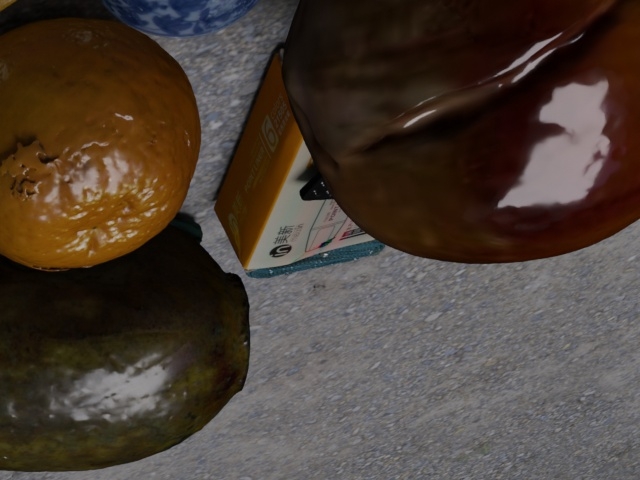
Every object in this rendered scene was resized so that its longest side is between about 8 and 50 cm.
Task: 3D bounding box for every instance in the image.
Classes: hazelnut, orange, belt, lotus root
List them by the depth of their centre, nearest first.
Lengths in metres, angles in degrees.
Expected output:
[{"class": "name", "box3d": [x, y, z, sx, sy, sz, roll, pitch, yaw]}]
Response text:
[{"class": "orange", "box3d": [-0.204, -0.081, 1.551, 0.219, 0.193, 0.219, -34, 168, -8]}, {"class": "hazelnut", "box3d": [0.146, -0.150, 1.610, 0.372, 0.372, 0.315, -19, -166, -15]}, {"class": "lotus root", "box3d": [-0.238, 0.089, 1.687, 0.346, 0.250, 0.250, 0, 151, -6]}, {"class": "belt", "box3d": [-0.001, -0.004, 2.062, 0.179, 0.065, 0.100, -10, 159, -36]}]

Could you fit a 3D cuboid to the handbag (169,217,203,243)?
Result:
[{"class": "handbag", "box3d": [-0.277, 0.082, 1.927, 0.326, 0.089, 0.238, -37, 150, 25]}]

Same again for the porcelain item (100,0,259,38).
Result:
[{"class": "porcelain item", "box3d": [-0.106, -0.236, 1.391, 0.147, 0.147, 0.114, -22, 154, -9]}]

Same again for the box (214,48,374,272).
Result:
[{"class": "box", "box3d": [0.029, -0.092, 1.874, 0.221, 0.091, 0.274, -13, 152, -27]}]

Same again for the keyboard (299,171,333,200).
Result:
[{"class": "keyboard", "box3d": [0.115, -0.076, 1.860, 0.310, 0.018, 0.101, -4, 147, -45]}]

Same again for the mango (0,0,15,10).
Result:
[{"class": "mango", "box3d": [-0.262, -0.198, 1.378, 0.178, 0.090, 0.115, -28, 173, -12]}]
